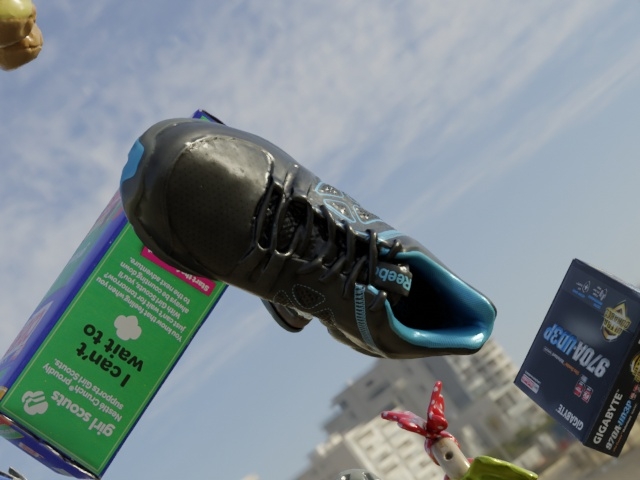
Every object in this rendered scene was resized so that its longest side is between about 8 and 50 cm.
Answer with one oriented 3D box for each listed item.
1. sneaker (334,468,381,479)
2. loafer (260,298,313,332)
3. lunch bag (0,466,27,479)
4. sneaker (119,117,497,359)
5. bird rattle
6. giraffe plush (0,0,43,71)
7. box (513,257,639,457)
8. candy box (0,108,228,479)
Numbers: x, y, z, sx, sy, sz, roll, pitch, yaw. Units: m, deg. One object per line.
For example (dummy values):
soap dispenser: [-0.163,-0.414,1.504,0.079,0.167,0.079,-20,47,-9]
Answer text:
sneaker: [0.041,0.394,1.551,0.101,0.267,0.106,1,-23,-13]
loafer: [-0.058,-0.004,1.916,0.084,0.267,0.096,-35,-31,27]
lunch bag: [-0.416,0.376,1.493,0.115,0.243,0.303,113,180,-50]
sneaker: [0.000,0.000,1.088,0.139,0.341,0.125,7,74,53]
bird rattle: [0.196,0.339,1.980,0.143,0.253,0.207,-39,-47,-10]
giraffe plush: [-0.292,-0.277,1.180,0.170,0.210,0.181,-51,-8,-13]
box: [0.314,0.128,1.574,0.175,0.051,0.220,-65,16,6]
candy box: [-0.185,0.058,1.276,0.317,0.122,0.268,-59,13,-17]
